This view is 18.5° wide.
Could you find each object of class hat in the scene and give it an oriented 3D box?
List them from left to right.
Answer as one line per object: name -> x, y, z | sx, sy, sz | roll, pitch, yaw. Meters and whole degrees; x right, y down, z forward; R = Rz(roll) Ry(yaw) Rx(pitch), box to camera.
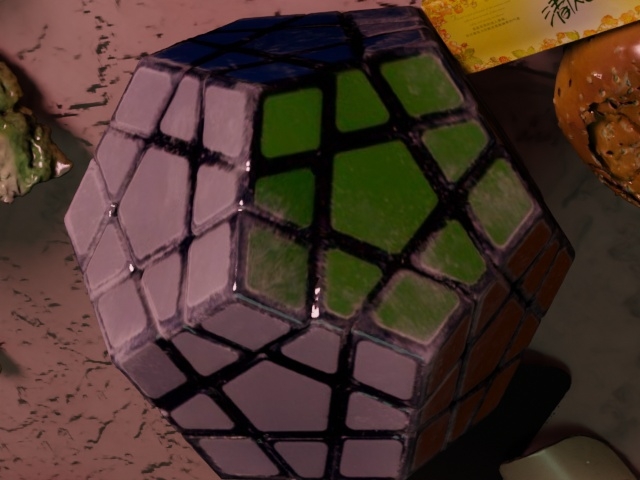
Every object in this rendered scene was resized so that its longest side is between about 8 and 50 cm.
hat -> 0.220, 0.219, 1.553 | 0.122, 0.081, 0.166 | -26, 116, 25

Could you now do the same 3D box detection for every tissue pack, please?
tissue pack -> 0.152, -0.170, 1.144 | 0.176, 0.095, 0.062 | -15, 130, 29

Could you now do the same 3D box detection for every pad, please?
pad -> 0.005, 0.135, 1.534 | 0.323, 0.055, 0.250 | 21, 137, -7

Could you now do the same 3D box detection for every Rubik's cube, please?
Rubik's cube -> 0.000, 0.000, 1.239 | 0.319, 0.319, 0.264 | -1, 109, 17

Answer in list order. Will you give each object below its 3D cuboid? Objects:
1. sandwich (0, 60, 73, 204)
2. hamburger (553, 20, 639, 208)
sandwich -> -0.348, -0.055, 1.338 | 0.292, 0.212, 0.109 | 6, 123, 28
hamburger -> 0.229, -0.081, 1.205 | 0.177, 0.113, 0.185 | 17, 136, -5
